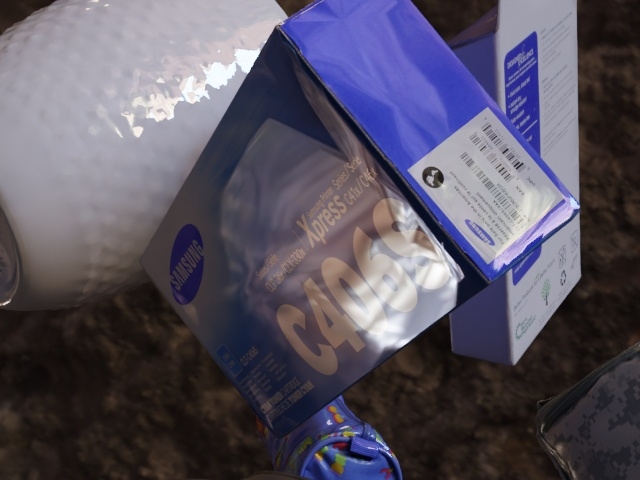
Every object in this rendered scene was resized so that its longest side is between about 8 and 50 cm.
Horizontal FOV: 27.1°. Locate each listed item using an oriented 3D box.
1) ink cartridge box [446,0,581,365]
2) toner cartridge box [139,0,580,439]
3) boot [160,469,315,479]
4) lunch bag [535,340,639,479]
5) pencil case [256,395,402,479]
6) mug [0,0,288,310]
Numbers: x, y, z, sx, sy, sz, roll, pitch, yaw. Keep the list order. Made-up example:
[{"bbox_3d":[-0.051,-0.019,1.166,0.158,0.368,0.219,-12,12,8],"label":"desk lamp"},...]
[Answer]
[{"bbox_3d":[0.155,-0.082,1.069,0.065,0.333,0.165,11,-150,29],"label":"ink cartridge box"},{"bbox_3d":[0.000,0.000,0.793,0.075,0.165,0.348,-35,174,-27],"label":"toner cartridge box"},{"bbox_3d":[-0.094,0.366,1.236,0.377,0.138,0.284,-9,-131,46],"label":"boot"},{"bbox_3d":[0.358,0.220,1.156,0.256,0.212,0.305,-29,-122,2],"label":"lunch bag"},{"bbox_3d":[0.004,0.242,1.570,0.306,0.119,0.133,-142,-111,-75],"label":"pencil case"},{"bbox_3d":[-0.240,-0.096,1.260,0.374,0.276,0.328,14,-144,39],"label":"mug"}]
